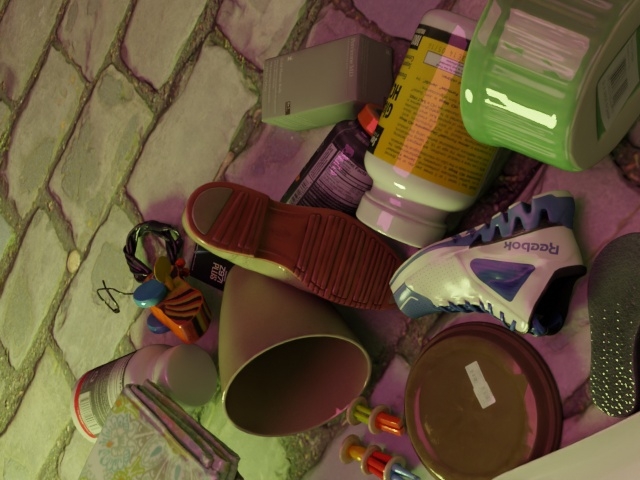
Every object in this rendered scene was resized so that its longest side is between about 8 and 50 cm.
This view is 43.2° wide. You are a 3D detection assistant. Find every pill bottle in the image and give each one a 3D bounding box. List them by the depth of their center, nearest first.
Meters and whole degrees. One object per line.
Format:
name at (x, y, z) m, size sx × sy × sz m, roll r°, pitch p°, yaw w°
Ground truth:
pill bottle at (0.181, -0.164, 1.235) m, size 0.188 × 0.188 × 0.333 m, roll 32°, pitch 105°, yaw 39°
pill bottle at (0.045, -0.117, 1.396) m, size 0.245 × 0.130 × 0.130 m, roll -51°, pitch 55°, yaw 25°
pill bottle at (-0.366, 0.316, 1.688) m, size 0.319 × 0.176 × 0.176 m, roll -24°, pitch 70°, yaw 38°

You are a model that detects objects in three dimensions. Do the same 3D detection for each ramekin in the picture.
ramekin at (0.332, -0.237, 1.048) m, size 0.148 × 0.303 × 0.303 m, roll 34°, pitch 108°, yaw 31°

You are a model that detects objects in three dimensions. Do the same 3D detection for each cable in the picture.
cable at (-0.380, 0.031, 1.826) m, size 0.185 × 0.047 × 0.150 m, roll 8°, pitch 96°, yaw 40°

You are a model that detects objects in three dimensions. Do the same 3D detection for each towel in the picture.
towel at (-0.314, 0.479, 1.455) m, size 0.321 × 0.090 × 0.374 m, roll 29°, pitch 95°, yaw 40°

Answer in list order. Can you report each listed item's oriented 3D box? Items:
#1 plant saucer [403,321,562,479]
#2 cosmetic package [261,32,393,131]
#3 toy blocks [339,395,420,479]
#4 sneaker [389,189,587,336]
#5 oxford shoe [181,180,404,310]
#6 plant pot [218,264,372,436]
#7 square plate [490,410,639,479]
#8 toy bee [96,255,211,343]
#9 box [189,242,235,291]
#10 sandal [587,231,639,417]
plant saucer at (0.235, 0.264, 1.248) m, size 0.278 × 0.041 × 0.277 m, roll -6°, pitch 81°, yaw 42°
cosmetic package at (0.010, -0.280, 1.464) m, size 0.238 × 0.107 × 0.127 m, roll -7°, pitch 78°, yaw 44°
toy blocks at (0.107, 0.338, 1.343) m, size 0.148 × 0.054 × 0.123 m, roll 14°, pitch 96°, yaw 42°
sneaker at (0.255, 0.074, 1.190) m, size 0.316 × 0.127 × 0.182 m, roll -32°, pitch 63°, yaw 33°
oxford shoe at (-0.041, 0.010, 1.349) m, size 0.140 × 0.397 × 0.146 m, roll -68°, pitch 14°, yaw -13°
plant pot at (-0.075, 0.155, 1.424) m, size 0.256 × 0.257 × 0.274 m, roll -52°, pitch 39°, yaw 25°
square plate at (0.430, 0.412, 1.042) m, size 0.344 × 0.049 × 0.347 m, roll -37°, pitch 63°, yaw 31°
toy bee at (-0.316, 0.099, 1.676) m, size 0.298 × 0.162 × 0.195 m, roll 32°, pitch 147°, yaw 24°
box at (-0.172, 0.007, 1.612) m, size 0.147 × 0.078 × 0.180 m, roll 21°, pitch 99°, yaw 41°
sandal at (0.414, 0.111, 1.103) m, size 0.097 × 0.055 × 0.254 m, roll 17°, pitch 107°, yaw 49°
